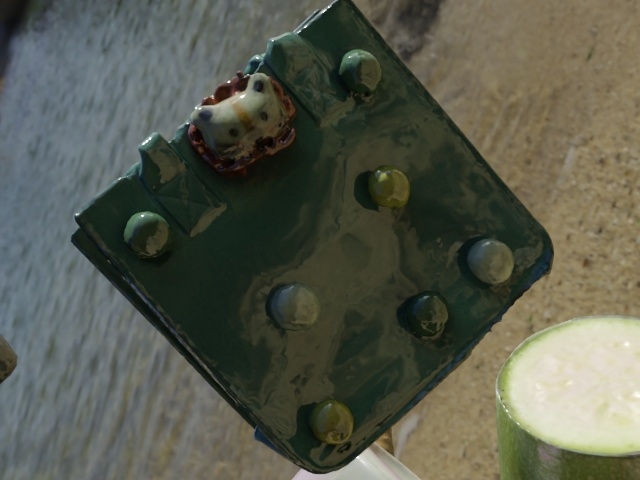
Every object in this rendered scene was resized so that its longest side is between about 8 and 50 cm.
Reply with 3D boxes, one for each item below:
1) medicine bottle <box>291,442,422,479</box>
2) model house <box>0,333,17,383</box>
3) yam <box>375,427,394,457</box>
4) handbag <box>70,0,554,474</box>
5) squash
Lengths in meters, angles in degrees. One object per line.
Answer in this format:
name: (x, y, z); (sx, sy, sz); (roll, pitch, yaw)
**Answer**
medicine bottle: (-0.020, 0.398, 1.085); (0.388, 0.219, 0.219); (-49, 21, -3)
model house: (-0.474, 0.068, 0.975); (0.271, 0.301, 0.190); (-37, 17, -19)
yam: (0.061, 0.321, 1.366); (0.081, 0.081, 0.356); (-49, 32, 46)
handbag: (0.003, 0.001, 0.778); (0.269, 0.274, 0.100); (-41, 7, -13)
squash: (0.346, 0.318, 1.278); (0.263, 0.263, 0.384); (-116, 15, -61)
